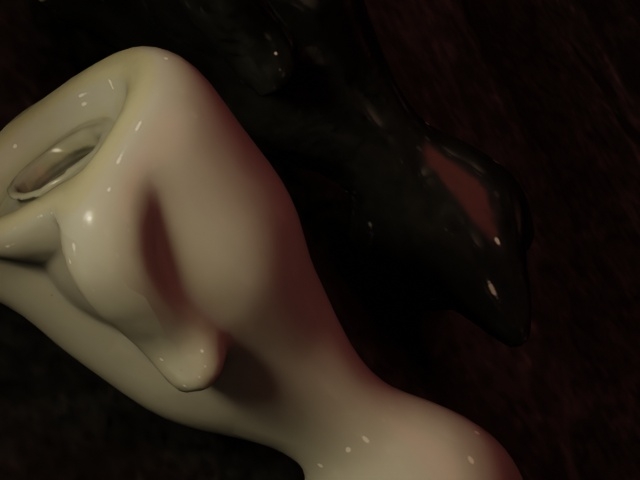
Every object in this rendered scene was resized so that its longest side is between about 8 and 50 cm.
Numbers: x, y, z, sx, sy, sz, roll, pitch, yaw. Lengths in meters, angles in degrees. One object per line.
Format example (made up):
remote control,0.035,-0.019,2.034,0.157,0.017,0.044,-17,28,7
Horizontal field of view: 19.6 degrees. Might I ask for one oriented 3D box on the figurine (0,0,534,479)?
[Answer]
figurine,0.000,0.000,0.585,0.209,0.092,0.215,44,34,-27
